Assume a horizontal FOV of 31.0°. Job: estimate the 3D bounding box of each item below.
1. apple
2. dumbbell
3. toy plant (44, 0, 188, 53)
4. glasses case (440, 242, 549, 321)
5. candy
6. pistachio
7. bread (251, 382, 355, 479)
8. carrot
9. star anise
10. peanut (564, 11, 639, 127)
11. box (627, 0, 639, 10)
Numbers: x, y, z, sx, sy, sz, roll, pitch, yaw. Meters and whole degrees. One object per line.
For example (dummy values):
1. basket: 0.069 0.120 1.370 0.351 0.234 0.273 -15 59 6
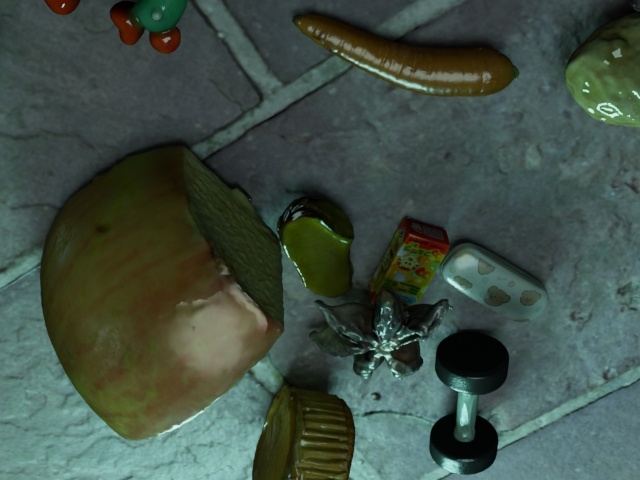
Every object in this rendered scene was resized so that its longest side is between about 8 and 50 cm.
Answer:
1. apple: -0.201 0.077 1.398 0.309 0.314 0.252 -36 163 16
2. dumbbell: 0.204 0.227 1.604 0.100 0.100 0.191 -3 124 -5
3. toy plant: -0.142 -0.337 1.126 0.401 0.185 0.279 -8 159 20
4. glasses case: 0.231 0.056 1.525 0.164 0.041 0.063 30 116 -24
5. candy: 0.114 0.034 1.497 0.062 0.038 0.122 16 121 -17
6. pistachio: 0.000 0.000 1.454 0.090 0.049 0.173 -25 133 2
7. bread: -0.021 0.299 1.576 0.104 0.199 0.199 12 122 -16
8. carrot: 0.097 -0.205 1.324 0.271 0.062 0.066 7 156 -7
9. star anise: 0.069 0.128 1.515 0.172 0.063 0.208 8 148 -4
10. peanut: 0.435 -0.197 1.319 0.313 0.152 0.152 -7 125 -3
11. box: 0.394 -0.365 1.242 0.120 0.069 0.224 -5 123 -3
